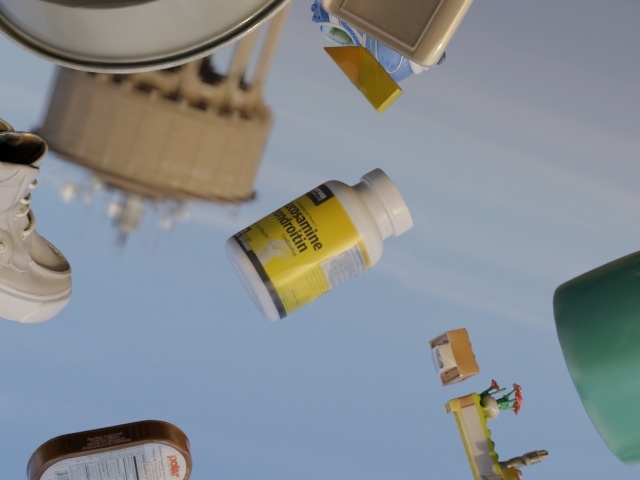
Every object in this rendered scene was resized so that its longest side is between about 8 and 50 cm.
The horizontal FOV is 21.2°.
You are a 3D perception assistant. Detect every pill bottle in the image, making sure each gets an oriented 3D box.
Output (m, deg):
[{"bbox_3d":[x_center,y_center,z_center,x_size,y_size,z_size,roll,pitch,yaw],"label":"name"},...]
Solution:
[{"bbox_3d":[0.000,0.000,1.802,0.103,0.184,0.103,58,172,13],"label":"pill bottle"}]

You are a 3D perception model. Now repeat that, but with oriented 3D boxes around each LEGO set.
[{"bbox_3d":[0.194,0.204,1.598,0.107,0.132,0.287,-16,-135,-4],"label":"LEGO set"}]

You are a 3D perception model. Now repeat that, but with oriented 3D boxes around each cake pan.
[{"bbox_3d":[-0.129,-0.258,1.219,0.293,0.293,0.054,23,162,20],"label":"cake pan"}]

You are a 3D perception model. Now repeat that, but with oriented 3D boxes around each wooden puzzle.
[{"bbox_3d":[0.042,-0.126,0.832,0.078,0.116,0.014,41,-169,28],"label":"wooden puzzle"}]

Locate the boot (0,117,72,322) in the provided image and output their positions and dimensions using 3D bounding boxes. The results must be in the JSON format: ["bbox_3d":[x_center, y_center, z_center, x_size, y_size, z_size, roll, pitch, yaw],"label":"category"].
[{"bbox_3d":[-0.233,-0.020,1.255,0.095,0.123,0.258,46,-170,23],"label":"boot"}]

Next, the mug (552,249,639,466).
[{"bbox_3d":[0.224,0.064,1.109,0.129,0.097,0.158,61,-158,-11],"label":"mug"}]

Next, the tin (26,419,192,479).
[{"bbox_3d":[-0.240,0.263,1.962,0.189,0.106,0.040,-10,-138,-8],"label":"tin"}]

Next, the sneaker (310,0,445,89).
[{"bbox_3d":[0.021,-0.214,1.423,0.211,0.081,0.080,61,-174,29],"label":"sneaker"}]
